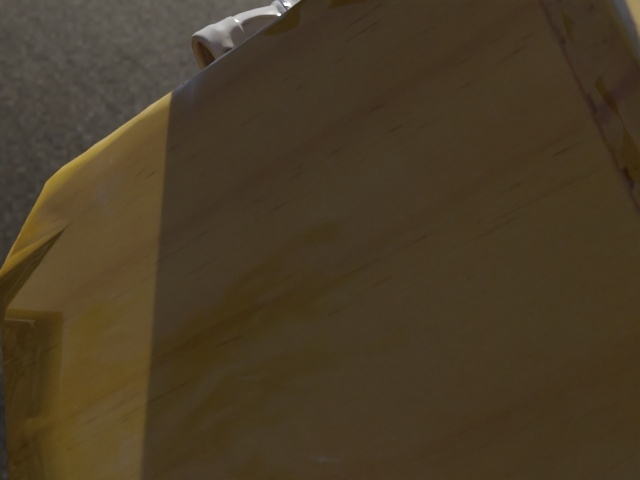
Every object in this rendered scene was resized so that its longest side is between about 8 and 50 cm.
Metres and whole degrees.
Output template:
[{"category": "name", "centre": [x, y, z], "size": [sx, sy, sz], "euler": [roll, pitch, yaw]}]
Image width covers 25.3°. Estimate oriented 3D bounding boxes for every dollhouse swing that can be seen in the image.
[{"category": "dollhouse swing", "centre": [0.080, 0.054, 0.605], "size": [0.315, 0.305, 0.347], "euler": [21, 37, -35]}]

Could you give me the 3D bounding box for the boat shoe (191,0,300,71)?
[{"category": "boat shoe", "centre": [0.000, 0.000, 0.762], "size": [0.088, 0.268, 0.096], "euler": [-16, -3, -12]}]
